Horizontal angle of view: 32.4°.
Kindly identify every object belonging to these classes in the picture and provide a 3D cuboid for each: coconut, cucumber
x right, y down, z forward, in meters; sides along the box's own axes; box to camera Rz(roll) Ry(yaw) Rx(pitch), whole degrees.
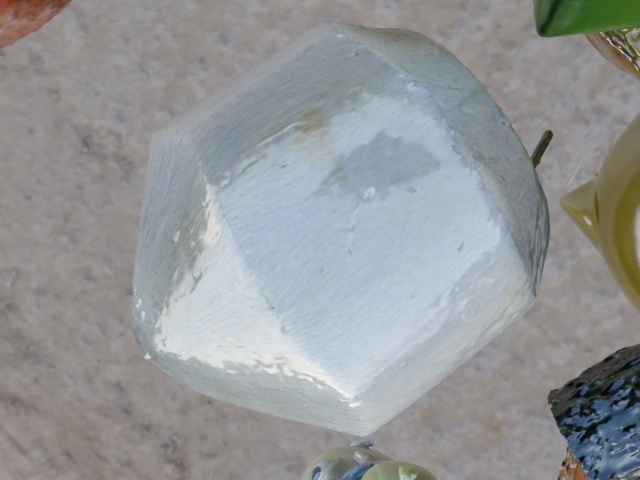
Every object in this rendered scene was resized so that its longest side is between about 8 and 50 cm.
[{"bbox_3d":[0.000,0.000,0.700,0.266,0.237,0.237,-38,92,1],"label":"coconut"},{"bbox_3d":[0.327,0.055,0.751,0.359,0.096,0.096,-35,93,17],"label":"cucumber"}]

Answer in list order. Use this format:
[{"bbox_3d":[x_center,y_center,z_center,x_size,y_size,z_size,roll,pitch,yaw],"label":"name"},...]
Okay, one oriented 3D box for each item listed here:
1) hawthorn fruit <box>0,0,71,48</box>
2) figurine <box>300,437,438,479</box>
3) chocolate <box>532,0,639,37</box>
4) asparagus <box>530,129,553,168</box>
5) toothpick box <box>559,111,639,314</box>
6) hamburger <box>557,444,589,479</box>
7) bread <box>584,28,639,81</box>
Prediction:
[{"bbox_3d":[-0.207,-0.164,0.575,0.194,0.157,0.157,-35,93,35],"label":"hawthorn fruit"},{"bbox_3d":[0.104,0.357,1.460,0.274,0.394,0.227,-1,72,-6],"label":"figurine"},{"bbox_3d":[0.219,-0.315,0.652,0.137,0.301,0.289,5,155,-4],"label":"chocolate"},{"bbox_3d":[0.216,-0.063,1.147,0.016,0.163,0.016,25,140,5],"label":"asparagus"},{"bbox_3d":[0.583,-0.042,1.483,0.425,0.409,0.409,-37,92,22],"label":"toothpick box"},{"bbox_3d":[0.325,0.284,1.087,0.176,0.300,0.300,5,111,-2],"label":"hamburger"},{"bbox_3d":[0.395,-0.307,1.369,0.167,0.324,0.277,-44,107,9],"label":"bread"}]
